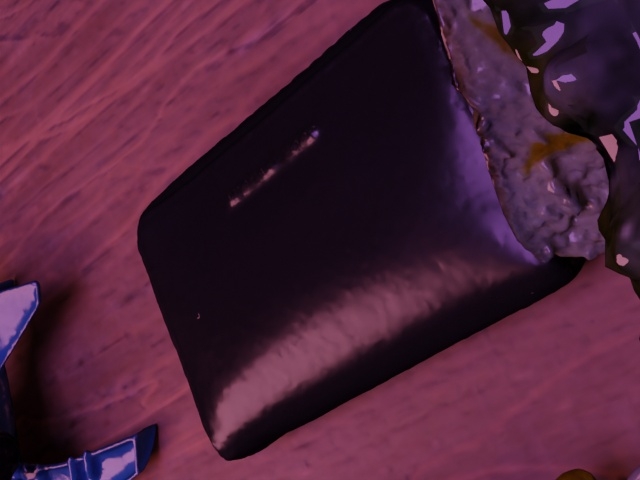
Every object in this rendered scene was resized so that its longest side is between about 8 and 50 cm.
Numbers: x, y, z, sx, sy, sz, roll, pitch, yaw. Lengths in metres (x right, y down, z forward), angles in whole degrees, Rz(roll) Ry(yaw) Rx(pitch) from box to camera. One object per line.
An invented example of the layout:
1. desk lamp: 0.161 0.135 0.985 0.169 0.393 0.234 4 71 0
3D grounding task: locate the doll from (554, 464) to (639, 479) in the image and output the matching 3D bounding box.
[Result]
1. doll: 0.157 0.145 0.462 0.237 0.111 0.252 53 134 43

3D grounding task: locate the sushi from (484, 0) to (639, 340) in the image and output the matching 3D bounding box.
1. sushi: 0.205 -0.094 0.280 0.352 0.178 0.294 -10 94 33

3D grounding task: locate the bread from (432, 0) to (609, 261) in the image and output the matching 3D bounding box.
1. bread: 0.090 -0.070 0.489 0.083 0.094 0.157 -15 104 11

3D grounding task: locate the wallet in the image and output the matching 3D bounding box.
1. wallet: 0.000 0.000 0.625 0.250 0.044 0.149 -33 74 43

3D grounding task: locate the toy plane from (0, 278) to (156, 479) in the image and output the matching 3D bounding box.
1. toy plane: -0.212 0.146 0.820 0.254 0.105 0.271 8 102 26
